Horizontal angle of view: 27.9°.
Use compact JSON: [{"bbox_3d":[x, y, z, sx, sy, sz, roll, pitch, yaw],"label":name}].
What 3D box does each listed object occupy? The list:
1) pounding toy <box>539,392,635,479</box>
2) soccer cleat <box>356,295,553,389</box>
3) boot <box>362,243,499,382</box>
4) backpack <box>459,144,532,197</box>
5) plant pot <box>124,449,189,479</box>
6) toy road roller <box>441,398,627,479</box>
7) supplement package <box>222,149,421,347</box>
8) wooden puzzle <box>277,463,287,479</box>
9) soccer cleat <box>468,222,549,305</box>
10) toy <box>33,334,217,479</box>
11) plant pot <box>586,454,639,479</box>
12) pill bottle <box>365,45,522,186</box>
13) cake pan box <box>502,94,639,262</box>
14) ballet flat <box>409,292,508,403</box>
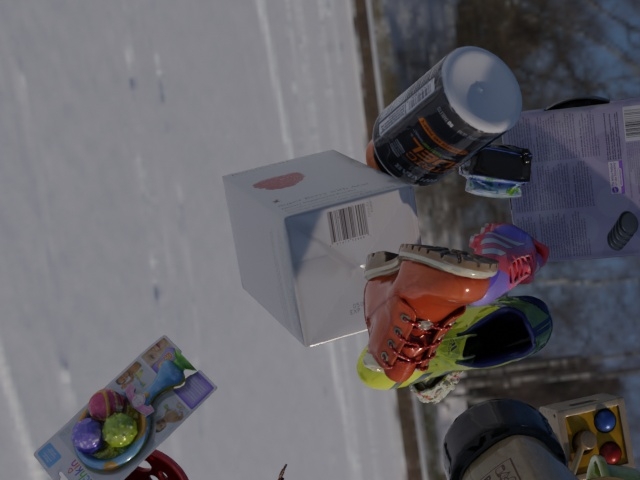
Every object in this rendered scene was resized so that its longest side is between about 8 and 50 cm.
[{"bbox_3d":[0.395,0.311,1.942,0.100,0.141,0.130,172,-93,-76],"label":"pounding toy"},{"bbox_3d":[0.171,0.140,1.736,0.093,0.289,0.121,70,22,-5],"label":"soccer cleat"},{"bbox_3d":[0.065,0.046,0.799,0.158,0.059,0.085,149,-49,-74],"label":"boot"},{"bbox_3d":[0.265,-0.109,1.992,0.114,0.105,0.084,-126,-137,-80],"label":"backpack"},{"bbox_3d":[-0.289,0.429,1.938,0.174,0.191,0.191,101,-14,-50],"label":"plant pot"},{"bbox_3d":[0.132,0.310,0.980,0.240,0.329,0.202,46,9,-18],"label":"toy road roller"},{"bbox_3d":[0.000,0.000,1.712,0.293,0.177,0.175,-147,-135,-67],"label":"supplement package"},{"bbox_3d":[-0.063,0.343,1.739,0.049,0.006,0.083,-52,164,-61],"label":"wooden puzzle"},{"bbox_3d":[0.233,0.029,1.614,0.248,0.095,0.083,-40,142,-73],"label":"soccer cleat"},{"bbox_3d":[-0.265,0.228,1.693,0.137,0.237,0.056,38,-16,40],"label":"toy"},{"bbox_3d":[0.471,0.406,1.603,0.276,0.254,0.276,0,90,-85],"label":"plant pot"},{"bbox_3d":[0.157,-0.156,1.775,0.245,0.130,0.130,-38,-126,55],"label":"pill bottle"},{"bbox_3d":[0.428,-0.101,2.094,0.070,0.245,0.267,-33,115,-75],"label":"cake pan box"},{"bbox_3d":[0.213,0.150,1.999,0.241,0.091,0.077,-62,154,8],"label":"ballet flat"}]
